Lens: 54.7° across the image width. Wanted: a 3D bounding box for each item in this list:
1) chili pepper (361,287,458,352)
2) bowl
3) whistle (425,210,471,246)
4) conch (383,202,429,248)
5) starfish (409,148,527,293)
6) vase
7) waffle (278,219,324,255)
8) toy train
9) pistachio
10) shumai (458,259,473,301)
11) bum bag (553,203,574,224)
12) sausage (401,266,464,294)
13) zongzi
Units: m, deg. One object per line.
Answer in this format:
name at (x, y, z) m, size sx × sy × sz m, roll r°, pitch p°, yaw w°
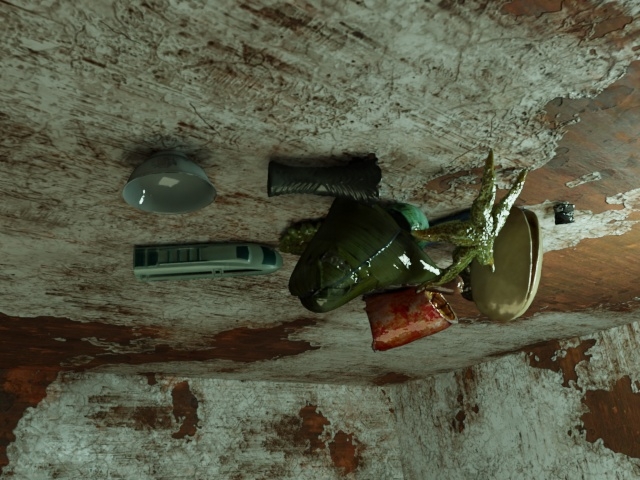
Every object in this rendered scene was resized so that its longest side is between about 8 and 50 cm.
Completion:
chili pepper at (0.310, 0.257, 2.230) m, size 0.306 × 0.229 × 0.251 m, roll -24°, pitch 150°, yaw 14°
bowl at (-0.310, -0.130, 1.272) m, size 0.189 × 0.085 × 0.189 m, roll -6°, pitch 159°, yaw -2°
whistle at (0.310, -0.017, 1.730) m, size 0.305 × 0.062 × 0.062 m, roll -19°, pitch 154°, yaw 29°
conch at (0.201, -0.023, 1.615) m, size 0.176 × 0.121 × 0.188 m, roll 31°, pitch 139°, yaw -25°
starfish at (0.355, -0.033, 1.438) m, size 0.348 × 0.078 × 0.357 m, roll -15°, pitch 127°, yaw -24°
vase at (0.004, -0.130, 1.343) m, size 0.238 × 0.115 × 0.115 m, roll 2°, pitch 156°, yaw -10°
waffle at (0.000, 0.002, 1.705) m, size 0.224 × 0.054 × 0.204 m, roll 1°, pitch 156°, yaw -15°
toy train at (-0.305, 0.052, 1.713) m, size 0.408 × 0.086 × 0.088 m, roll -3°, pitch 151°, yaw -9°
pistachio at (0.516, 0.065, 1.698) m, size 0.194 × 0.317 × 0.214 m, roll 6°, pitch -168°, yaw -24°
shumai at (0.487, 0.079, 1.882) m, size 0.166 × 0.206 × 0.175 m, roll -34°, pitch 135°, yaw -21°
bum bag at (0.678, -0.073, 1.721) m, size 0.058 × 0.034 × 0.124 m, roll -4°, pitch 159°, yaw 19°
sausage at (0.218, 0.090, 1.839) m, size 0.434 × 0.087 × 0.088 m, roll 11°, pitch 156°, yaw -1°
zongzi at (0.125, 0.091, 1.447) m, size 0.360 × 0.322 × 0.160 m, roll 41°, pitch 150°, yaw -15°
